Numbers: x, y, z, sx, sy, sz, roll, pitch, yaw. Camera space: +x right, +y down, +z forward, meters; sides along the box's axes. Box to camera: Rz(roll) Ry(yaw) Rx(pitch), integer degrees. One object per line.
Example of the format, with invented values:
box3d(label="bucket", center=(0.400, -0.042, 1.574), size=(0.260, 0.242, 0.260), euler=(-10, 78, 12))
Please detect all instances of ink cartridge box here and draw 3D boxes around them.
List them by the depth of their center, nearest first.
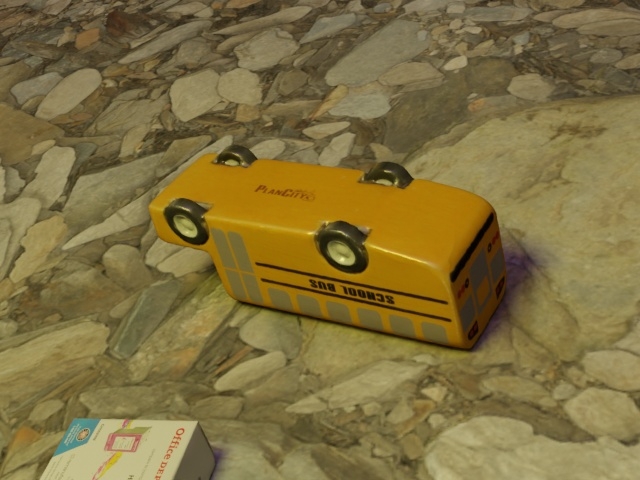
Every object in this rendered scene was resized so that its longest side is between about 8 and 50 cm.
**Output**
box3d(label="ink cartridge box", center=(-0.160, 0.195, 0.810), size=(0.123, 0.052, 0.088), euler=(-2, 38, 19))

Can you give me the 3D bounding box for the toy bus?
box3d(label="toy bus", center=(0.000, 0.000, 0.939), size=(0.333, 0.130, 0.108), euler=(9, 44, 32))
